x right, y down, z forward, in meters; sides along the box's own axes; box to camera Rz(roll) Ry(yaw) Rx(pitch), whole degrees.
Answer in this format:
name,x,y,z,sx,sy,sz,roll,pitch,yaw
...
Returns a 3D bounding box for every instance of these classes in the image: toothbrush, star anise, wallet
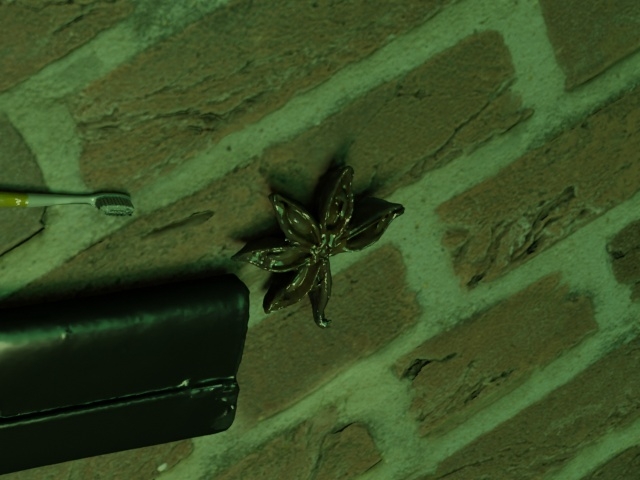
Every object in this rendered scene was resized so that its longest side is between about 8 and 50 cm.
name,x,y,z,sx,sy,sz,roll,pitch,yaw
toothbrush,-0.329,-0.042,1.616,0.288,0.024,0.021,2,121,-30
star anise,-0.015,-0.003,1.799,0.172,0.063,0.208,20,112,-33
wallet,-0.281,0.162,1.751,0.406,0.062,0.228,-8,123,-25
